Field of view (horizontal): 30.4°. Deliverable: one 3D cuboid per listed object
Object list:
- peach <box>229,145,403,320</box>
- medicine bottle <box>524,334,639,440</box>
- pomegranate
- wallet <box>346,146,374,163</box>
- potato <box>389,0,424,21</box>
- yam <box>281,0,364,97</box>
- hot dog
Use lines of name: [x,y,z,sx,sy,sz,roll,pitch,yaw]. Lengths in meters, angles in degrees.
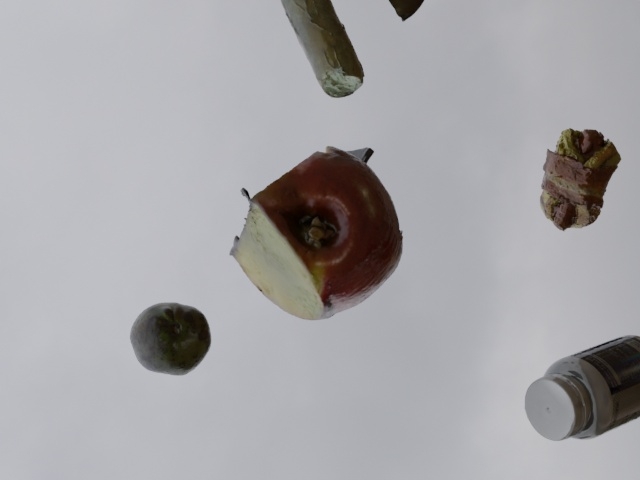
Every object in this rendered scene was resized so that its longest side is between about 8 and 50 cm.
peach: [0.004,0.004,1.286,0.154,0.159,0.267,54,161,8]
medicine bottle: [0.350,0.190,1.497,0.191,0.107,0.107,-13,-87,-39]
pomegranate: [-0.261,0.158,2.036,0.163,0.138,0.125,-121,31,-56]
wallet: [-0.003,-0.072,2.258,0.030,0.146,0.285,49,-126,-26]
potato: [0.112,-0.368,1.626,0.103,0.066,0.096,-103,-13,-56]
yam: [-0.029,-0.386,1.768,0.083,0.083,0.371,18,-132,-64]
hot dog: [0.516,-0.121,2.366,0.103,0.146,0.213,-49,-29,-76]
